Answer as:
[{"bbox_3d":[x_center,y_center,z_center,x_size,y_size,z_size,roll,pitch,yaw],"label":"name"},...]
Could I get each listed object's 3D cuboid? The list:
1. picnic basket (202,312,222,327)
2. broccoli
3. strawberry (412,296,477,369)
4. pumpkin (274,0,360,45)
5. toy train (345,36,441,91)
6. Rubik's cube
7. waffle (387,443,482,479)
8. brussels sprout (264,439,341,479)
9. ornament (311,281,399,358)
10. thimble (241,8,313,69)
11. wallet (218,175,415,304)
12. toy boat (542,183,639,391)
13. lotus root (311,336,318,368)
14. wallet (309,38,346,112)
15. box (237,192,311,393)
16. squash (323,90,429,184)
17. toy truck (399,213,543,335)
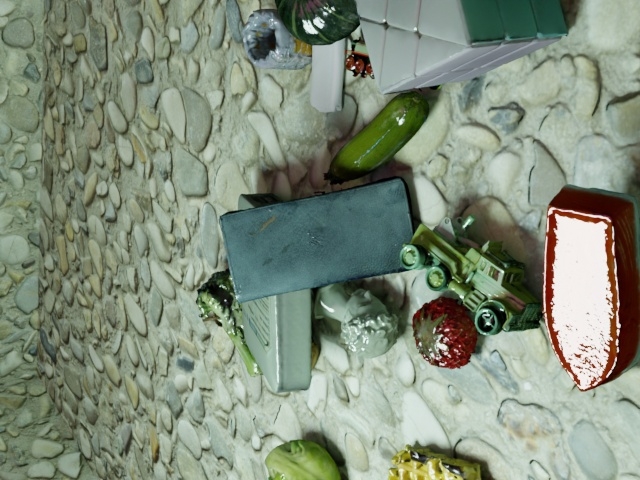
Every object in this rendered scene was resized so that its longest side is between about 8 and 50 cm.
[{"bbox_3d":[-0.287,0.211,2.151,0.072,0.083,0.072,21,117,49],"label":"picnic basket"},{"bbox_3d":[-0.213,0.220,2.036,0.165,0.146,0.304,-7,105,61],"label":"broccoli"},{"bbox_3d":[0.229,0.177,1.456,0.145,0.086,0.145,15,110,49],"label":"strawberry"},{"bbox_3d":[0.005,-0.490,1.515,0.212,0.152,0.211,-3,85,39],"label":"pumpkin"},{"bbox_3d":[0.136,-0.338,1.465,0.250,0.053,0.085,25,111,48],"label":"toy train"},{"bbox_3d":[0.209,-0.377,1.207,0.221,0.225,0.231,-16,88,55],"label":"Rubik's cube"},{"bbox_3d":[0.258,0.539,1.540,0.307,0.060,0.312,61,141,18],"label":"waffle"},{"bbox_3d":[-0.036,0.588,1.871,0.223,0.161,0.223,57,162,30],"label":"brussels sprout"},{"bbox_3d":[0.054,0.142,1.650,0.285,0.120,0.130,40,147,42],"label":"ornament"},{"bbox_3d":[-0.090,-0.435,1.681,0.151,0.118,0.127,12,107,51],"label":"thimble"},{"bbox_3d":[0.000,0.000,1.524,0.046,0.379,0.190,-76,-26,-82],"label":"wallet"},{"bbox_3d":[0.419,0.076,1.152,0.145,0.133,0.331,16,123,45],"label":"toy boat"},{"bbox_3d":[-0.042,0.278,1.853,0.063,0.072,0.152,39,129,31],"label":"lotus root"},{"bbox_3d":[0.015,-0.363,1.632,0.095,0.033,0.190,27,120,48],"label":"wallet"},{"bbox_3d":[-0.108,0.108,1.774,0.396,0.111,0.396,-139,46,-69],"label":"box"},{"bbox_3d":[0.105,-0.187,1.516,0.331,0.087,0.087,-38,69,49],"label":"squash"},{"bbox_3d":[0.271,0.050,1.337,0.259,0.128,0.135,48,120,35],"label":"toy truck"}]
